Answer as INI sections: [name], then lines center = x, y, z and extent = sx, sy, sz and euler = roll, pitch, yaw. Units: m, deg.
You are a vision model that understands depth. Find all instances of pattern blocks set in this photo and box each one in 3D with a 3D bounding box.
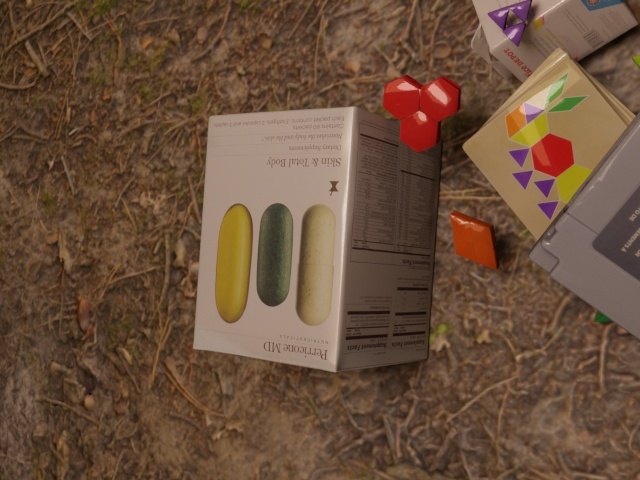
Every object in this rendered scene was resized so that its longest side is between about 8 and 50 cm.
[pattern blocks set]
center = 0.241, -0.078, 0.776
extent = 0.285, 0.026, 0.325
euler = -31, 93, 27

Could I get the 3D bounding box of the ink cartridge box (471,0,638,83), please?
[ink cartridge box]
center = 0.228, -0.233, 0.812
extent = 0.143, 0.092, 0.090
euler = -30, 53, 29

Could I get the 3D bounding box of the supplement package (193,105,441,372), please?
[supplement package]
center = 0.000, 0.000, 0.901
extent = 0.199, 0.198, 0.263
euler = 3, 88, 35

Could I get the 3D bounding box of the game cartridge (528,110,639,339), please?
[game cartridge]
center = 0.352, -0.041, 0.699
extent = 0.198, 0.062, 0.297
euler = 35, 115, 4
